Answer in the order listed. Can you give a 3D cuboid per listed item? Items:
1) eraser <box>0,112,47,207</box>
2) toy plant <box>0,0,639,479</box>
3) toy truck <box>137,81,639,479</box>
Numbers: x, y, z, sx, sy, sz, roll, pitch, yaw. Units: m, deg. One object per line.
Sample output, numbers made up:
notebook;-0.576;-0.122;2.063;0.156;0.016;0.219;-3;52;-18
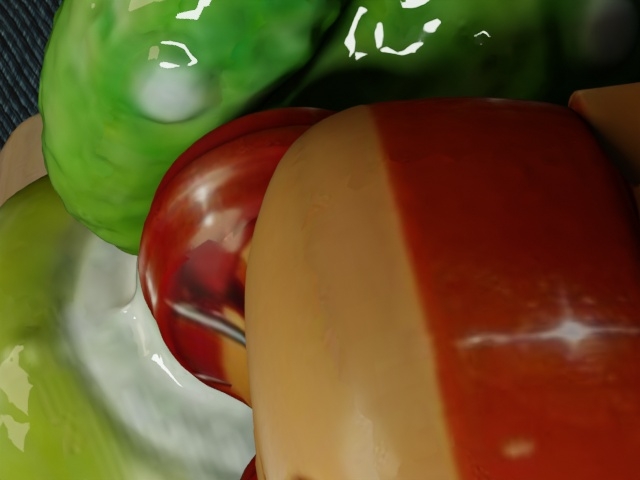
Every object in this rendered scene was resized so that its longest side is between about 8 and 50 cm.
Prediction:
eraser;-0.154;0.087;0.950;0.171;0.087;0.290;-43;35;44
toy plant;0.000;0.000;0.587;0.316;0.224;0.184;-52;43;49
toy truck;0.087;0.069;0.446;0.189;0.239;0.265;-100;0;-47
